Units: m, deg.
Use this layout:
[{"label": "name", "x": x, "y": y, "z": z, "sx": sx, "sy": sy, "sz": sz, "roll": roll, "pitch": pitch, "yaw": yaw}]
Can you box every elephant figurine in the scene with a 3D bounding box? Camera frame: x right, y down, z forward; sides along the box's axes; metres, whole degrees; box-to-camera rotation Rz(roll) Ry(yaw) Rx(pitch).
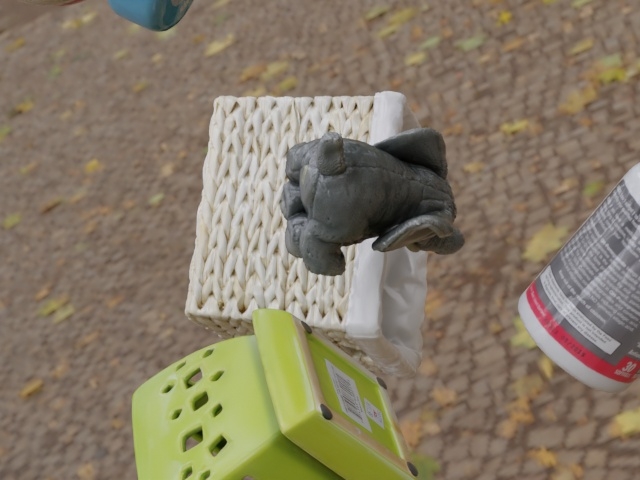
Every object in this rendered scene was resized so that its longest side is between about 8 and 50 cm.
[{"label": "elephant figurine", "x": 0.086, "y": -0.048, "z": 1.505, "sx": 0.239, "sy": 0.169, "sz": 0.186, "roll": 0, "pitch": 14, "yaw": -17}]

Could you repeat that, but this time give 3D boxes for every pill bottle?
[{"label": "pill bottle", "x": 0.398, "y": 0.017, "z": 1.608, "sx": 0.318, "sy": 0.176, "sz": 0.176, "roll": -53, "pitch": 17, "yaw": 24}]

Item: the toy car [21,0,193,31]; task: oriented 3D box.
[{"label": "toy car", "x": -0.147, "y": -0.276, "z": 0.985, "sx": 0.219, "sy": 0.210, "sz": 0.238, "roll": 23, "pitch": 16, "yaw": 12}]

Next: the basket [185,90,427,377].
[{"label": "basket", "x": 0.000, "y": 0.000, "z": 1.825, "sx": 0.266, "sy": 0.328, "sz": 0.331, "roll": 2, "pitch": 76, "yaw": 14}]

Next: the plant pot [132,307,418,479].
[{"label": "plant pot", "x": -0.040, "y": 0.218, "z": 1.386, "sx": 0.207, "sy": 0.227, "sz": 0.228, "roll": -41, "pitch": 33, "yaw": 16}]
